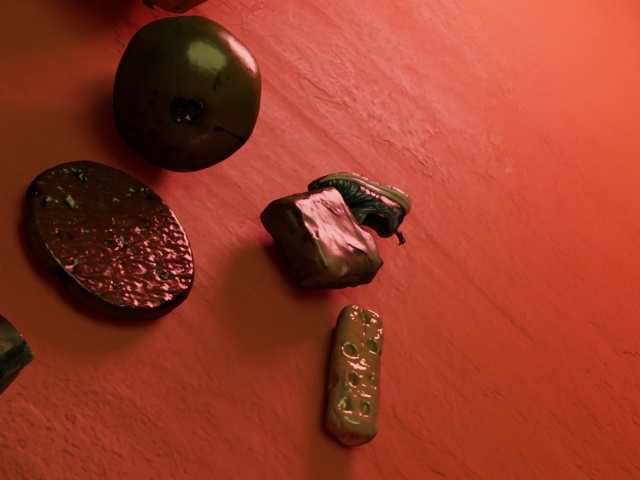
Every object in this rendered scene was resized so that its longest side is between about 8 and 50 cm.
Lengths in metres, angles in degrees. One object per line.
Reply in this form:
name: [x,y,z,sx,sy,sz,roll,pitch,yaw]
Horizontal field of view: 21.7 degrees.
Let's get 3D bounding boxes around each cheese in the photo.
cheese: [0.040,0.152,1.919,0.065,0.043,0.194,32,38,-20]

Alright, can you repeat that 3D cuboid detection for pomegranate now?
pomegranate: [-0.155,-0.187,1.942,0.179,0.179,0.211,23,41,-28]

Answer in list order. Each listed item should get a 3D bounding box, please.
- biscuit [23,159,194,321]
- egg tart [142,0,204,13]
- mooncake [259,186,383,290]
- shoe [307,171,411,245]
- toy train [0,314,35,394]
biscuit: [-0.227,-0.001,1.807,0.212,0.036,0.212,28,39,-25]
egg tart: [-0.212,-0.367,2.079,0.294,0.116,0.295,28,14,-8]
mooncake: [0.000,0.000,2.002,0.125,0.073,0.130,-3,59,-50]
shoe: [0.047,-0.042,2.108,0.143,0.064,0.071,20,61,-24]
toy train: [-0.354,0.144,1.459,0.083,0.132,0.200,46,33,3]
